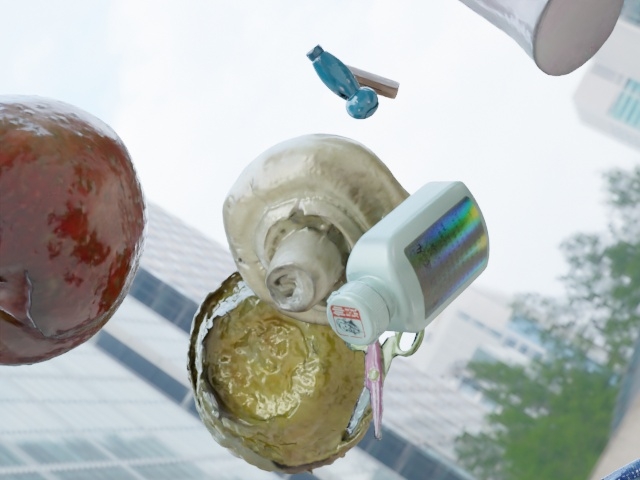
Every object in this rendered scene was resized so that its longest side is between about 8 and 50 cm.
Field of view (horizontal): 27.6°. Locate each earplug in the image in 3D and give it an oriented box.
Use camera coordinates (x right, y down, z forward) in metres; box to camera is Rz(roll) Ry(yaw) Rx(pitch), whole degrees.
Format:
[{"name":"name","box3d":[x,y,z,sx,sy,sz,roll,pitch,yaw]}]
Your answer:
[{"name":"earplug","box3d":[0.253,-0.371,1.800,0.172,0.301,0.172,-27,-42,-27]}]

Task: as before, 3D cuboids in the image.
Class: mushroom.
[{"name":"mushroom","box3d":[0.000,0.000,1.611,0.234,0.260,0.254,-68,-24,-62]}]

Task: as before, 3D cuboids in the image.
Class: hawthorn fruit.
[{"name":"hawthorn fruit","box3d":[-0.422,-0.042,1.865,0.403,0.403,0.403,-42,-31,-32]}]

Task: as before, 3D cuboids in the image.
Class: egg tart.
[{"name":"egg tart","box3d":[-0.067,0.190,1.998,0.345,0.345,0.132,-61,-18,3]}]

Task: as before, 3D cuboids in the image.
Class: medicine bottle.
[{"name":"medicine bottle","box3d":[0.097,0.032,1.439,0.229,0.083,0.121,-39,-60,-42]}]

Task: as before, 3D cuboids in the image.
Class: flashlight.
[{"name":"flashlight","box3d":[0.032,-0.227,1.858,0.051,0.129,0.051,-40,7,6]}]

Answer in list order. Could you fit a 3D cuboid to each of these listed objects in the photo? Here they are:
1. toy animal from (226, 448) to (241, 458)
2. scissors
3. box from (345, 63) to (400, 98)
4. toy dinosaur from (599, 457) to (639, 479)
[{"name":"toy animal","box3d":[-0.129,0.363,2.507,0.166,0.138,0.179,-25,-8,-1]},{"name":"scissors","box3d":[0.079,0.193,1.880,0.020,0.133,0.187,28,-110,-53]},{"name":"box","box3d":[0.086,-0.286,2.342,0.048,0.115,0.025,-72,1,-65]},{"name":"toy dinosaur","box3d":[0.407,0.301,1.737,0.075,0.248,0.188,-36,-60,-70]}]
